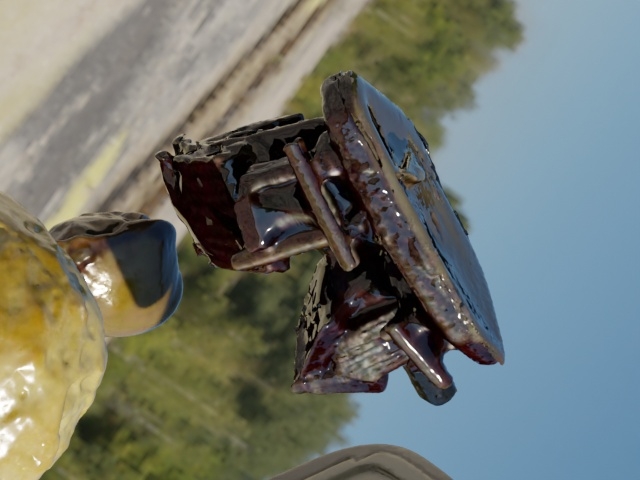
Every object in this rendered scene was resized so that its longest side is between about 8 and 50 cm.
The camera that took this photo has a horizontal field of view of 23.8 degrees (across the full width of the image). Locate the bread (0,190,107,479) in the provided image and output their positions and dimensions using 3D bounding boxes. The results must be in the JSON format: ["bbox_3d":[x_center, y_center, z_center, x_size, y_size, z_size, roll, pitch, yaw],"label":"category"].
[{"bbox_3d":[-0.267,0.065,1.031,0.244,0.244,0.134,-55,160,-8],"label":"bread"}]

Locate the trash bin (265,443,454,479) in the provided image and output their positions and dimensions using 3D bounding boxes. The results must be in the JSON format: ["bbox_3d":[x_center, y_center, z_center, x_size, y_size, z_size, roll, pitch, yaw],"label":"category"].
[{"bbox_3d":[0.031,0.324,1.157,0.219,0.250,0.219,-22,-163,-17],"label":"trash bin"}]

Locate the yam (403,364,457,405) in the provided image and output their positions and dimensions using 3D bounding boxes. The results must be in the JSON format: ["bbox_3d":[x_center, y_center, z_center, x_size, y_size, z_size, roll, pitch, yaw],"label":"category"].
[{"bbox_3d":[0.083,0.091,1.710,0.056,0.241,0.057,-27,-155,14],"label":"yam"}]

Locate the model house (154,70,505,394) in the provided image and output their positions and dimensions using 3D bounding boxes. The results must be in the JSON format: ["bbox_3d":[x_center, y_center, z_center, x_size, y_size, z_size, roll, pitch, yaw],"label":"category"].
[{"bbox_3d":[0.001,0.008,0.892,0.164,0.203,0.141,-22,-165,19],"label":"model house"}]

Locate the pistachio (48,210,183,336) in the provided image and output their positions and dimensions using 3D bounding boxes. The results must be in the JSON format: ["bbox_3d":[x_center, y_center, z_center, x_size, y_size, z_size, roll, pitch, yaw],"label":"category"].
[{"bbox_3d":[-0.225,0.031,1.565,0.165,0.130,0.210,-52,151,10],"label":"pistachio"}]
